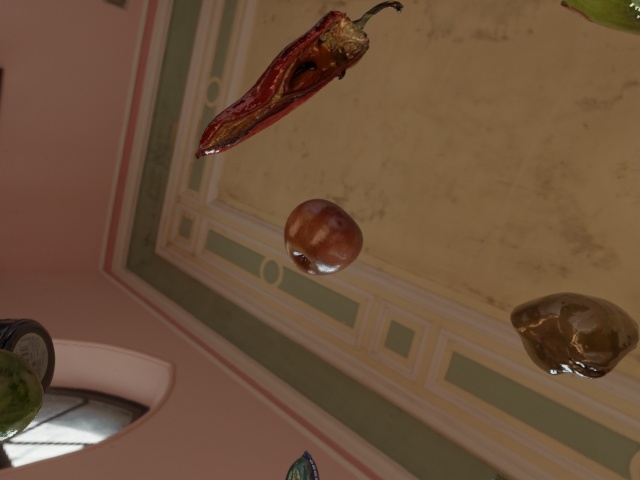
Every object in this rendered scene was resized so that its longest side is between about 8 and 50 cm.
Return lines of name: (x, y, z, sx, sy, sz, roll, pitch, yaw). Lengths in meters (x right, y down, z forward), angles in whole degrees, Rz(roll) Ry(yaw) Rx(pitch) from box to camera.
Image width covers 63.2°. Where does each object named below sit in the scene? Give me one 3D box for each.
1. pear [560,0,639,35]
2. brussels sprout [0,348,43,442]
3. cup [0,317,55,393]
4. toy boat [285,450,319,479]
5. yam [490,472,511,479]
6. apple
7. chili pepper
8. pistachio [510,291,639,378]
pear: (0.545, -0.441, 0.791, 0.375, 0.287, 0.287, 49, -61, 27)
brussels sprout: (-0.416, 0.192, 0.621, 0.155, 0.155, 0.118, -43, -117, 33)
cup: (-0.652, 0.228, 0.915, 0.256, 0.255, 0.179, -5, -96, 7)
toy boat: (-0.029, 0.549, 1.128, 0.091, 0.110, 0.175, -24, -138, 25)
yam: (0.368, 0.483, 0.919, 0.179, 0.078, 0.078, 20, -78, 53)
apple: (0.000, 0.000, 1.274, 0.201, 0.201, 0.162, 28, -112, 40)
chili pepper: (-0.020, -0.162, 0.512, 0.059, 0.268, 0.050, 48, -12, -8)
pistachio: (0.519, 0.178, 1.062, 0.212, 0.260, 0.163, 43, -52, 40)
